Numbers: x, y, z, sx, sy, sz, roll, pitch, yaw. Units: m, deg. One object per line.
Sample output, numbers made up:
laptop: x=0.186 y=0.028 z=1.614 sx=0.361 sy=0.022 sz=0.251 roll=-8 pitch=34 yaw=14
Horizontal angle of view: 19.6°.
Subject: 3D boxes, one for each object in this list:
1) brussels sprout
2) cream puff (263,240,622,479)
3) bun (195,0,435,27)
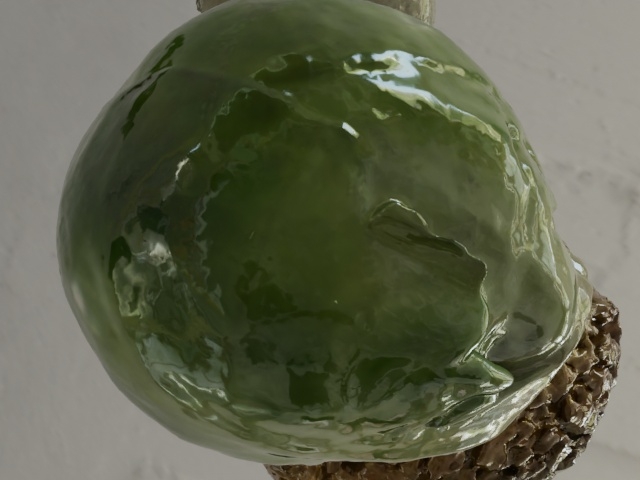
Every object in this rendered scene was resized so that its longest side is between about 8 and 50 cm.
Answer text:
brussels sprout: x=0.000 y=0.000 z=0.869 sx=0.244 sy=0.244 sz=0.244 roll=-9 pitch=-67 yaw=-21
cream puff: x=0.104 y=0.128 z=1.570 sx=0.327 sy=0.343 sz=0.231 roll=-33 pitch=-104 yaw=3
bun: x=-0.003 y=-0.154 z=1.347 sx=0.167 sy=0.173 sz=0.113 roll=-14 pitch=-77 yaw=-25
